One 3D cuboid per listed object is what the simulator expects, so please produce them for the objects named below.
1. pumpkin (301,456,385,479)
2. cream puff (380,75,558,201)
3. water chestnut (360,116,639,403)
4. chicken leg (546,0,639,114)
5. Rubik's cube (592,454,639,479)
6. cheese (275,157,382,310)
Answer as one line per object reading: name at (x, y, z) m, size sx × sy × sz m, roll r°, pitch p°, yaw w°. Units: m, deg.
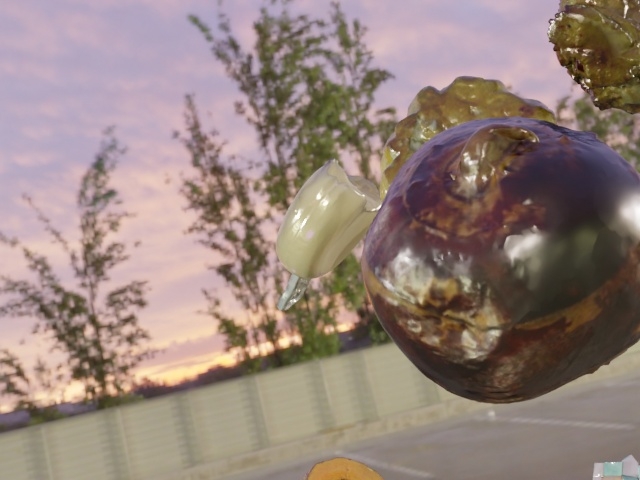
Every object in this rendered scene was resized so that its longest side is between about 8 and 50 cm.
pumpkin at (0.076, 0.554, 1.579) m, size 0.221 × 0.139 × 0.317 m, roll 9°, pitch 22°, yaw -17°
cream puff at (0.220, -0.098, 1.241) m, size 0.281 × 0.282 × 0.185 m, roll -15°, pitch -24°, yaw 12°
water chestnut at (0.147, 0.018, 0.656) m, size 0.223 × 0.224 × 0.238 m, roll -17°, pitch -32°, yaw 22°
chicken leg at (0.368, -0.331, 1.138) m, size 0.140 × 0.361 × 0.211 m, roll -7°, pitch 26°, yaw 49°
Rubik's cube at (0.401, 0.336, 1.142) m, size 0.073 × 0.075 × 0.084 m, roll 33°, pitch -50°, yaw -31°
cheese at (-0.013, 0.010, 1.056) m, size 0.249 × 0.070 × 0.163 m, roll -56°, pitch -15°, yaw 26°
